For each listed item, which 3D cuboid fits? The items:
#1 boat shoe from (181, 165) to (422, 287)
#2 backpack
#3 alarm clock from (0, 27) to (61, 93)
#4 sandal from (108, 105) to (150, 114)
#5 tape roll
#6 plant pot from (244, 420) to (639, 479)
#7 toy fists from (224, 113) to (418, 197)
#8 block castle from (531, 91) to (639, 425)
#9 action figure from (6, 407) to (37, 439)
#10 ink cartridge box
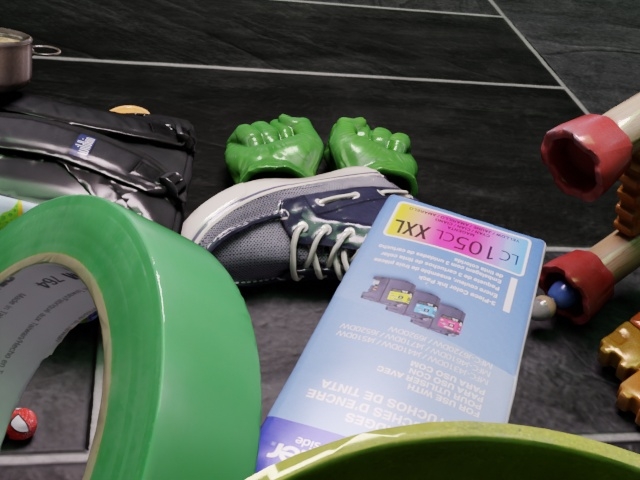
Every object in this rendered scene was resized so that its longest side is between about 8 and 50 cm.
[{"bbox_3d":[0.000,0.000,0.967,0.341,0.127,0.158,-22,39,-36],"label":"boat shoe"},{"bbox_3d":[-0.344,-0.050,0.887,0.356,0.273,0.290,21,33,-20],"label":"backpack"},{"bbox_3d":[-0.357,-0.193,0.860,0.129,0.064,0.192,20,27,30],"label":"alarm clock"},{"bbox_3d":[-0.325,-0.155,1.151,0.102,0.076,0.265,16,36,9],"label":"sandal"},{"bbox_3d":[-0.178,0.130,0.511,0.077,0.321,0.321,30,18,-42],"label":"tape roll"},{"bbox_3d":[0.059,0.331,0.333,0.367,0.352,0.366,7,39,-5],"label":"plant pot"},{"bbox_3d":[0.003,-0.117,1.159,0.279,0.096,0.142,-1,36,-11],"label":"toy fists"},{"bbox_3d":[0.415,0.072,0.807,0.213,0.303,0.453,-32,49,-17],"label":"block castle"},{"bbox_3d":[-0.365,0.121,0.673,0.281,0.139,0.091,16,30,-34],"label":"action figure"},{"bbox_3d":[0.046,0.184,0.608,0.151,0.269,0.395,15,36,12],"label":"ink cartridge box"}]
